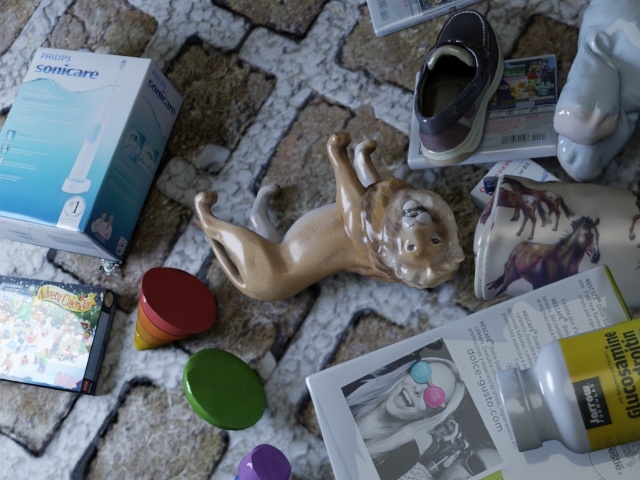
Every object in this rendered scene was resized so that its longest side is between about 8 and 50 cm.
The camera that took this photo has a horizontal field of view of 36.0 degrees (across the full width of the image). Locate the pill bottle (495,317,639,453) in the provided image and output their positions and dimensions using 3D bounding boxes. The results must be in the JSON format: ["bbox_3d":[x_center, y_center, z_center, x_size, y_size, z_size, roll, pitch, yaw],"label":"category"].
[{"bbox_3d":[0.255,0.129,0.869,0.184,0.103,0.103,-17,67,10],"label":"pill bottle"}]

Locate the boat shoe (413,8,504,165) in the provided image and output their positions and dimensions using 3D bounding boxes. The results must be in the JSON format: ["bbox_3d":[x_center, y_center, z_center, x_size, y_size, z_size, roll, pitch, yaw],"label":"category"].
[{"bbox_3d":[0.186,-0.229,1.344,0.103,0.092,0.285,1,51,24],"label":"boat shoe"}]

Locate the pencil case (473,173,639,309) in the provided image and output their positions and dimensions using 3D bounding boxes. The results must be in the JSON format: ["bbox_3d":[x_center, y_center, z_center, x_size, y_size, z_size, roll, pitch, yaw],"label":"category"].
[{"bbox_3d":[0.389,0.013,1.161,0.411,0.183,0.159,5,97,10],"label":"pencil case"}]

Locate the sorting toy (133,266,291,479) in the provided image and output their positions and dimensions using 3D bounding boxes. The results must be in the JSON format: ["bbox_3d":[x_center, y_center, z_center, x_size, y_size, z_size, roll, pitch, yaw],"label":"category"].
[{"bbox_3d":[-0.172,0.215,1.375,0.126,0.127,0.365,-47,63,32],"label":"sorting toy"}]

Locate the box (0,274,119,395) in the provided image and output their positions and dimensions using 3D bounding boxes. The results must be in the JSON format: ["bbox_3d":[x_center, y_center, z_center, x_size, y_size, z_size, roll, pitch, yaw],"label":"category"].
[{"bbox_3d":[-0.435,0.141,1.501,0.233,0.044,0.159,5,74,20],"label":"box"}]

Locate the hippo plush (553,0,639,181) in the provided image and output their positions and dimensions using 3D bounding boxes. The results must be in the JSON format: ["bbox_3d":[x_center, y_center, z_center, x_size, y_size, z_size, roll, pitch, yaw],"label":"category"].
[{"bbox_3d":[0.438,-0.201,1.221,0.237,0.234,0.294,12,84,21],"label":"hippo plush"}]

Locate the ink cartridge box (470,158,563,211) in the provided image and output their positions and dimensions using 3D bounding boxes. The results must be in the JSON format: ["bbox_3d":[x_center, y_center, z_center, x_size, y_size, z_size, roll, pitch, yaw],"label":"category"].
[{"bbox_3d":[0.277,-0.054,1.322,0.122,0.052,0.088,41,88,27],"label":"ink cartridge box"}]

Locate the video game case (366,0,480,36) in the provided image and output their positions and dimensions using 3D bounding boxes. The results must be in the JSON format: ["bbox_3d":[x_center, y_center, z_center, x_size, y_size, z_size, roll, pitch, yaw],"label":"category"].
[{"bbox_3d":[0.147,-0.420,1.509,0.173,0.022,0.190,-18,66,13],"label":"video game case"}]

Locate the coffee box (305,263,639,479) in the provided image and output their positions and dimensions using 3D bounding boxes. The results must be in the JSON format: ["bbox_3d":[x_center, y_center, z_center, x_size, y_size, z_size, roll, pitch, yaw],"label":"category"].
[{"bbox_3d":[0.228,0.277,1.067,0.334,0.337,0.338,-23,66,9],"label":"coffee box"}]

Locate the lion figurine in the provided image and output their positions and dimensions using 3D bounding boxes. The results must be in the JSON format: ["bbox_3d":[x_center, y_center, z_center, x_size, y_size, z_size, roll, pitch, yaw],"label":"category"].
[{"bbox_3d":[0.000,0.000,1.370,0.392,0.142,0.240,-24,73,25],"label":"lion figurine"}]

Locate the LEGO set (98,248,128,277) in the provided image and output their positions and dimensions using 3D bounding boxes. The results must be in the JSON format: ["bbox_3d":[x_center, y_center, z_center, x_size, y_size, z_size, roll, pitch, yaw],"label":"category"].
[{"bbox_3d":[-0.329,0.022,1.517,0.083,0.023,0.054,39,88,25],"label":"LEGO set"}]

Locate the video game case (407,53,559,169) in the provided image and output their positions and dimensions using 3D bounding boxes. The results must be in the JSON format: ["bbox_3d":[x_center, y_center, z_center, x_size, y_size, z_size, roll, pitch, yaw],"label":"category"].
[{"bbox_3d":[0.227,-0.179,1.366,0.201,0.023,0.183,-5,50,18],"label":"video game case"}]

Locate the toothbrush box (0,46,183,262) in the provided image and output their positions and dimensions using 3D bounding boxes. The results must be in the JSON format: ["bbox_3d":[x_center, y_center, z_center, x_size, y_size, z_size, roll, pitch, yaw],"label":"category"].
[{"bbox_3d":[-0.373,-0.137,1.520,0.216,0.126,0.295,9,71,21],"label":"toothbrush box"}]
